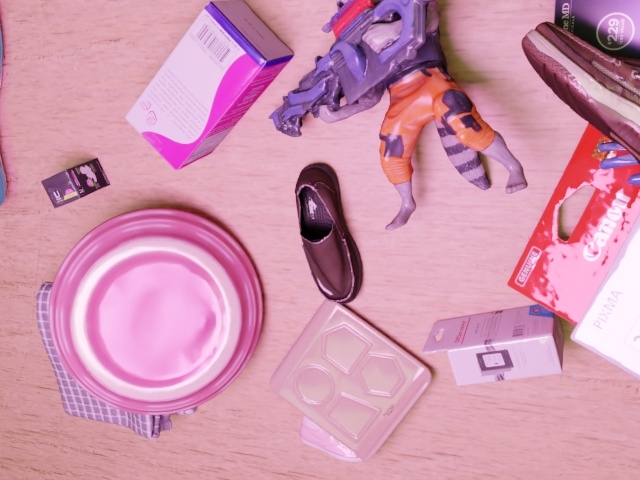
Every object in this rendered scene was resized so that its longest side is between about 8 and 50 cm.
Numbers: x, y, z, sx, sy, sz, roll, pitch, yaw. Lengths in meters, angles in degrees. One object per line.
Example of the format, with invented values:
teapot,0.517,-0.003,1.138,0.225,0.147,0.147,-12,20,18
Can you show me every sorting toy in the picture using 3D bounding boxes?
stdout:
sorting toy,0.045,0.221,1.095,0.208,0.038,0.193,37,106,10

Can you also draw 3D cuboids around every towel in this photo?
towel,-0.366,0.205,1.212,0.234,0.121,0.284,2,110,21

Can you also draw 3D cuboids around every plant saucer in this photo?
plant saucer,-0.252,0.116,1.062,0.331,0.084,0.333,-1,95,-11

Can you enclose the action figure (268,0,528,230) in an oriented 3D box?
action figure,0.091,-0.189,0.902,0.341,0.178,0.331,-16,97,53

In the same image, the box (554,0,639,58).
box,0.356,-0.325,0.725,0.184,0.103,0.262,10,114,36

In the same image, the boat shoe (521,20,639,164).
boat shoe,0.332,-0.154,0.717,0.257,0.095,0.095,46,101,11

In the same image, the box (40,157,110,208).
box,-0.406,-0.095,1.136,0.062,0.083,0.052,-18,102,25

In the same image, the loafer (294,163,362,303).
loafer,0.000,0.000,1.017,0.080,0.078,0.220,-11,105,24

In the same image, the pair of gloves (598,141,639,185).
pair of gloves,0.404,-0.149,0.772,0.159,0.198,0.023,4,156,31

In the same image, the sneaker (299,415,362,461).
sneaker,0.027,0.320,1.141,0.134,0.051,0.070,12,119,21

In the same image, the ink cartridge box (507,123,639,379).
ink cartridge box,0.377,0.005,0.829,0.238,0.060,0.275,32,113,28

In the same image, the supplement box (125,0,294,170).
supplement box,-0.160,-0.220,0.978,0.111,0.114,0.220,46,117,-1

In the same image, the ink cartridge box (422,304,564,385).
ink cartridge box,0.244,0.148,0.964,0.180,0.104,0.060,-13,105,25

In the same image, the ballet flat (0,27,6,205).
ballet flat,-0.616,-0.237,1.151,0.139,0.139,0.401,14,114,16
